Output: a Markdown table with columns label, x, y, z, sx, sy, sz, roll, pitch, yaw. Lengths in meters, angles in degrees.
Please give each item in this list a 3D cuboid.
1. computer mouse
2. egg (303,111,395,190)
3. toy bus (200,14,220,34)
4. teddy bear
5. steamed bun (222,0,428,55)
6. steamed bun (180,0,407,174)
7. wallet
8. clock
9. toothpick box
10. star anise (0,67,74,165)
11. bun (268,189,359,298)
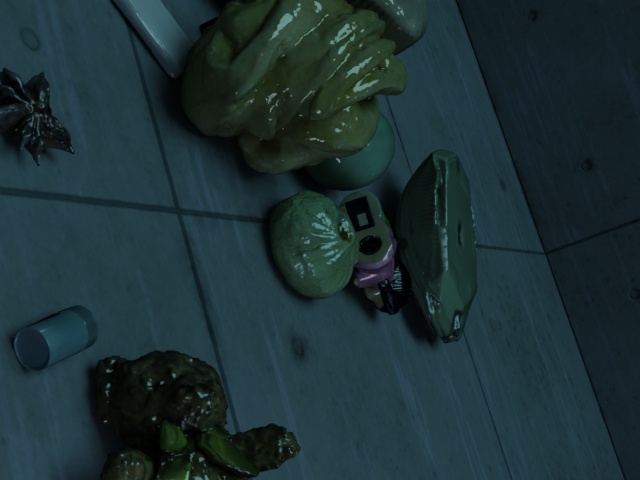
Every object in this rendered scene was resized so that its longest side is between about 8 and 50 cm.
| label | x | y | z | sx | sy | sz | roll | pitch | yaw |
| --- | --- | --- | --- | --- | --- | --- | --- | --- | --- |
| computer mouse | 0.242 | 0.008 | 2.017 | 0.228 | 0.145 | 0.429 | 34 | 53 | -60 |
| egg | 0.053 | -0.180 | 1.763 | 0.231 | 0.168 | 0.168 | -23 | 90 | -60 |
| toy bus | -0.149 | -0.349 | 1.640 | 0.123 | 0.060 | 0.075 | 3 | 72 | -60 |
| teddy bear | -0.121 | 0.246 | 1.016 | 0.246 | 0.296 | 0.223 | -5 | 97 | -33 |
| steamed bun | 0.015 | -0.498 | 1.751 | 0.383 | 0.247 | 0.236 | 16 | 66 | -27 |
| steamed bun | -0.027 | -0.252 | 1.496 | 0.230 | 0.325 | 0.372 | 43 | 6 | 38 |
| wallet | -0.260 | -0.341 | 1.454 | 0.190 | 0.033 | 0.095 | 55 | 30 | -23 |
| clock | 0.105 | 0.028 | 1.766 | 0.195 | 0.100 | 0.194 | 65 | 10 | -48 |
| toothpick box | -0.290 | 0.107 | 1.022 | 0.083 | 0.052 | 0.052 | -27 | 94 | -63 |
| star anise | -0.353 | -0.147 | 1.096 | 0.129 | 0.056 | 0.124 | -20 | 88 | -64 |
| bun | 0.000 | 0.000 | 1.586 | 0.195 | 0.118 | 0.195 | 47 | 29 | -36 |
